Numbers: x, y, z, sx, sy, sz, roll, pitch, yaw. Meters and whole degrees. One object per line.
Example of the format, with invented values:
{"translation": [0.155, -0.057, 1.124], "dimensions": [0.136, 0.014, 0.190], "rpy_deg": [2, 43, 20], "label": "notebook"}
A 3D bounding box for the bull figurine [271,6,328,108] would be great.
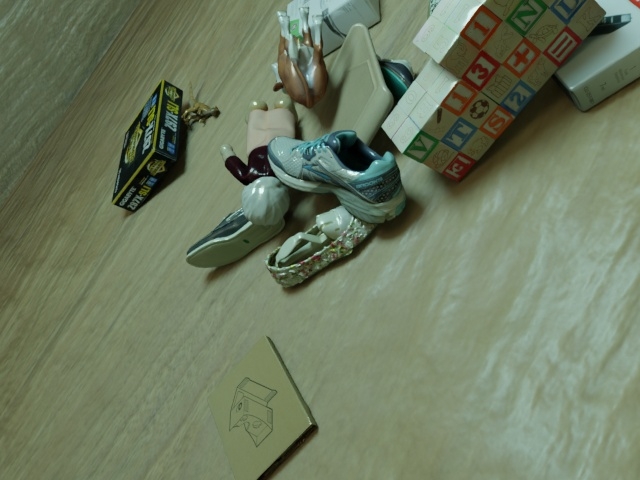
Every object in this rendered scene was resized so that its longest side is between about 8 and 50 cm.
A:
{"translation": [-0.047, -0.378, 1.073], "dimensions": [0.101, 0.188, 0.310], "rpy_deg": [-10, 30, -10], "label": "bull figurine"}

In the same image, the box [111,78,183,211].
{"translation": [-0.508, -0.282, 1.514], "dimensions": [0.257, 0.079, 0.321], "rpy_deg": [-37, 43, 33], "label": "box"}

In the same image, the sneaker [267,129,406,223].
{"translation": [0.022, -0.141, 0.863], "dimensions": [0.283, 0.122, 0.110], "rpy_deg": [26, 55, 30], "label": "sneaker"}

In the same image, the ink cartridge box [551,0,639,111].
{"translation": [0.420, -0.349, 0.747], "dimensions": [0.239, 0.060, 0.275], "rpy_deg": [-34, 45, 23], "label": "ink cartridge box"}

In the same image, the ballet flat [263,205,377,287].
{"translation": [0.000, 0.000, 0.890], "dimensions": [0.241, 0.077, 0.091], "rpy_deg": [-38, 44, 17], "label": "ballet flat"}

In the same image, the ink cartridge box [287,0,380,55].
{"translation": [0.027, -0.539, 1.209], "dimensions": [0.219, 0.093, 0.160], "rpy_deg": [-21, 52, 32], "label": "ink cartridge box"}

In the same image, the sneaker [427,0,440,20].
{"translation": [0.252, -0.565, 0.905], "dimensions": [0.158, 0.182, 0.410], "rpy_deg": [29, 106, 50], "label": "sneaker"}

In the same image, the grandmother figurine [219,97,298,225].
{"translation": [-0.099, -0.164, 1.040], "dimensions": [0.208, 0.104, 0.342], "rpy_deg": [-8, 45, 10], "label": "grandmother figurine"}

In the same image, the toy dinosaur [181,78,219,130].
{"translation": [-0.361, -0.385, 1.504], "dimensions": [0.112, 0.064, 0.211], "rpy_deg": [-45, 51, -8], "label": "toy dinosaur"}

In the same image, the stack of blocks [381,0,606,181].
{"translation": [0.218, -0.245, 0.723], "dimensions": [0.297, 0.171, 0.087], "rpy_deg": [-53, 36, 26], "label": "stack of blocks"}

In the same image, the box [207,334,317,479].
{"translation": [-0.105, 0.281, 0.842], "dimensions": [0.164, 0.021, 0.201], "rpy_deg": [-48, 42, 8], "label": "box"}

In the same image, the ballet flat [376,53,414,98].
{"translation": [0.133, -0.323, 0.988], "dimensions": [0.074, 0.074, 0.203], "rpy_deg": [-53, 35, 2], "label": "ballet flat"}

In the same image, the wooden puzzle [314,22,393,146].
{"translation": [0.061, -0.256, 0.976], "dimensions": [0.221, 0.044, 0.238], "rpy_deg": [121, 147, -43], "label": "wooden puzzle"}

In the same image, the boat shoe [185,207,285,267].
{"translation": [-0.178, -0.015, 1.060], "dimensions": [0.233, 0.084, 0.079], "rpy_deg": [-29, 49, 15], "label": "boat shoe"}
